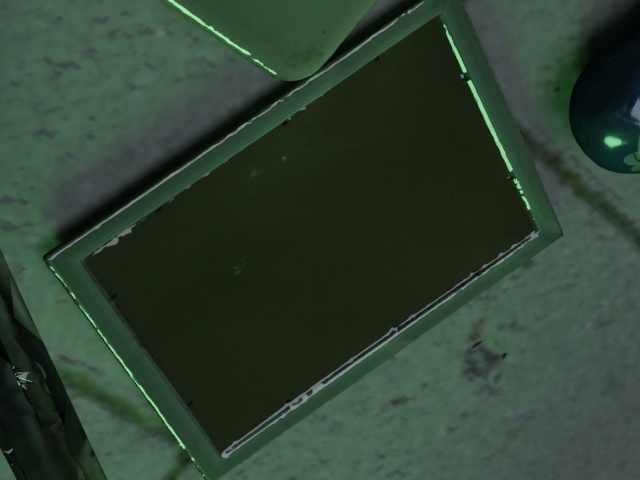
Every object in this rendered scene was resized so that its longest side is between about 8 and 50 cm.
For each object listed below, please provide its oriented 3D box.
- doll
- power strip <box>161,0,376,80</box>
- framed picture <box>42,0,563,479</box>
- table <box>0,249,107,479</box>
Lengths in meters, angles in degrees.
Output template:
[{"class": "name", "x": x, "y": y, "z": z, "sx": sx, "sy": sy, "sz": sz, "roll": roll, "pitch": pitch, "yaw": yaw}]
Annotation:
[{"class": "doll", "x": 0.138, "y": -0.061, "z": 0.711, "sx": 0.083, "sy": 0.050, "sz": 0.076, "roll": -47, "pitch": 148, "yaw": 3}, {"class": "power strip", "x": -0.056, "y": -0.151, "z": 0.548, "sx": 0.270, "sy": 0.046, "sz": 0.118, "roll": 32, "pitch": 101, "yaw": -40}, {"class": "framed picture", "x": 0.000, "y": 0.000, "z": 0.697, "sx": 0.183, "sy": 0.011, "sz": 0.142, "roll": -35, "pitch": 130, "yaw": -6}, {"class": "table", "x": -0.235, "y": -0.004, "z": 0.427, "sx": 0.272, "sy": 0.222, "sz": 0.335, "roll": -26, "pitch": 128, "yaw": -12}]
